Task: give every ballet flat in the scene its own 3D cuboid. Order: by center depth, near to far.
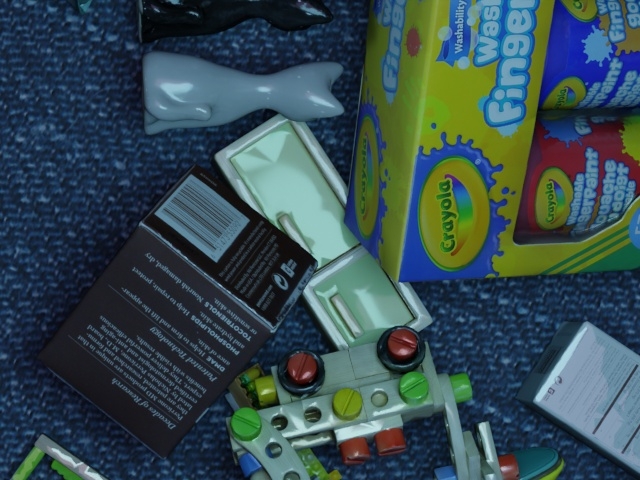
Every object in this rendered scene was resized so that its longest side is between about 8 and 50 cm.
[{"bbox_3d":[0.151,0.286,1.873,0.231,0.077,0.077,-17,110,-3],"label":"ballet flat"}]

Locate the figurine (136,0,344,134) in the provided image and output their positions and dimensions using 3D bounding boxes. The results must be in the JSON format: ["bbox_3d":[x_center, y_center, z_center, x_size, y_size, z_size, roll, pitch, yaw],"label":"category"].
[{"bbox_3d":[-0.081,-0.198,1.819,0.210,0.092,0.214,-2,53,-7],"label":"figurine"}]

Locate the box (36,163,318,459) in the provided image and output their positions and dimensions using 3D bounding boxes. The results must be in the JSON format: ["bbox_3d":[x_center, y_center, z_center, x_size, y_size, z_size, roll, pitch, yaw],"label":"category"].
[{"bbox_3d":[-0.139,0.068,1.763,0.167,0.168,0.203,38,118,-3],"label":"box"}]

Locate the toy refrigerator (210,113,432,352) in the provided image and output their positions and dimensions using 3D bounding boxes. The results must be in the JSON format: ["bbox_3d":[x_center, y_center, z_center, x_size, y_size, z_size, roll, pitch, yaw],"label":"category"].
[{"bbox_3d":[0.000,0.000,1.856,0.102,0.094,0.269,-32,91,-6],"label":"toy refrigerator"}]

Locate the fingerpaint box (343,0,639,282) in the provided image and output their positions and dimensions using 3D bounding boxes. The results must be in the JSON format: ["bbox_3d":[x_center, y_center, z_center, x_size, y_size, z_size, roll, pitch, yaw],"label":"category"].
[{"bbox_3d":[0.240,-0.194,1.724,0.371,0.163,0.444,-2,114,-21],"label":"fingerpaint box"}]

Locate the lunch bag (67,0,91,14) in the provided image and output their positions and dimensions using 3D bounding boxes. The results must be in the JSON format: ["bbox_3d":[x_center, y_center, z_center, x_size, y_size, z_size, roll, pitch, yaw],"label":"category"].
[{"bbox_3d":[-0.268,-0.364,1.765,0.160,0.262,0.223,-43,92,-6],"label":"lunch bag"}]

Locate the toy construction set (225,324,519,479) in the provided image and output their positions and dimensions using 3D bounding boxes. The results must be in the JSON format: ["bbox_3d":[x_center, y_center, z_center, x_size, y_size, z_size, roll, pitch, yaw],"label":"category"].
[{"bbox_3d":[0.042,0.210,1.741,0.328,0.151,0.215,-7,65,-19],"label":"toy construction set"}]

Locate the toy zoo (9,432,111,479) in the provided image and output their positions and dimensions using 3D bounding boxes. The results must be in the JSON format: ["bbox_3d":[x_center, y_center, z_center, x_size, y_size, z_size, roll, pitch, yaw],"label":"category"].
[{"bbox_3d":[-0.298,0.374,1.840,0.192,0.030,0.293,36,84,-3],"label":"toy zoo"}]

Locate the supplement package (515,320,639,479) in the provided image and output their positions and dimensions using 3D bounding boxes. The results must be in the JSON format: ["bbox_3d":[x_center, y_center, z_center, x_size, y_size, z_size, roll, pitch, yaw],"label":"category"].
[{"bbox_3d":[0.315,0.175,1.870,0.179,0.105,0.105,34,84,-3],"label":"supplement package"}]

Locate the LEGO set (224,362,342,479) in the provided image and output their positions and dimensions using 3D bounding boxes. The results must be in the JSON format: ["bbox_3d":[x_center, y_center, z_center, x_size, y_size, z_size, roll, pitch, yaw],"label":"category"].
[{"bbox_3d":[-0.033,0.271,1.831,0.132,0.107,0.287,1,87,-5],"label":"LEGO set"}]
